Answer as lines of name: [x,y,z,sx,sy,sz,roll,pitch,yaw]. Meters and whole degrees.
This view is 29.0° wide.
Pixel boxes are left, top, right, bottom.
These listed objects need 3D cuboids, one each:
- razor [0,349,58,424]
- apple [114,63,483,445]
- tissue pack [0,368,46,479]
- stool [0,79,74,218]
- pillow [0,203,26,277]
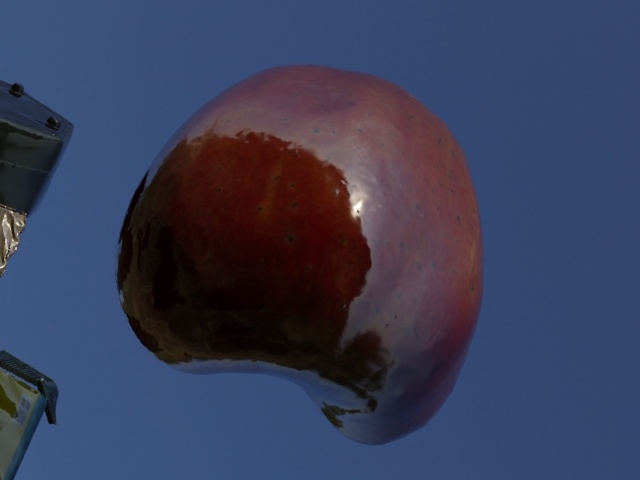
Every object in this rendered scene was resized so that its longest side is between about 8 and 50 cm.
razor: [-0.377,0.177,1.603,0.190,0.033,0.066,20,-52,54]
apple: [0.000,0.000,1.177,0.295,0.365,0.329,-8,-49,27]
tissue pack: [-0.431,0.267,1.313,0.192,0.134,0.271,-26,-145,37]
stool: [-0.438,-0.131,1.590,0.232,0.232,0.141,36,-75,31]
pillow: [-0.451,-0.020,1.343,0.248,0.135,0.049,22,-32,3]
